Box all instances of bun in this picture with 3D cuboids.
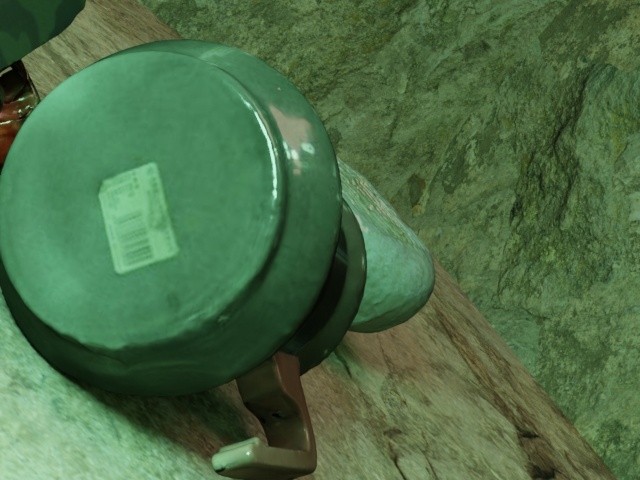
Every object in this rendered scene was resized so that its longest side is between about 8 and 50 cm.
[{"bbox_3d":[0.000,0.000,1.615,0.362,0.211,0.362,44,9,-9],"label":"bun"}]

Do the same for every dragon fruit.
[{"bbox_3d":[-0.330,-0.117,1.040,0.130,0.142,0.121,62,4,29],"label":"dragon fruit"}]

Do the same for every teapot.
[{"bbox_3d":[-0.091,0.034,1.007,0.362,0.305,0.376,35,38,-71],"label":"teapot"}]

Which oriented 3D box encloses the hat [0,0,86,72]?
[{"bbox_3d":[-0.357,-0.266,0.892,0.366,0.382,0.257,42,-25,1],"label":"hat"}]
